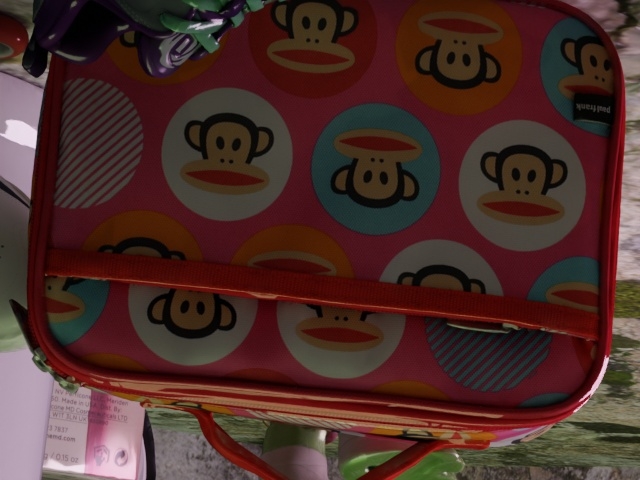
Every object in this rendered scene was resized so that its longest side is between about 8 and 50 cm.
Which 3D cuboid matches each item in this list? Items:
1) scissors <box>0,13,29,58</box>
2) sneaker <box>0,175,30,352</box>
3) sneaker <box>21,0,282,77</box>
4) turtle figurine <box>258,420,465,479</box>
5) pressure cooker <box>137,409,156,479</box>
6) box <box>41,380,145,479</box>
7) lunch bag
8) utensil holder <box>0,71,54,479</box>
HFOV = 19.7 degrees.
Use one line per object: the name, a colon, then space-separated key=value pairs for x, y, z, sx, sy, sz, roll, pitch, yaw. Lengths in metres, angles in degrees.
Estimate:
scissors: x=-0.294 y=-0.135 z=1.003 sx=0.297 sy=0.021 sz=0.109 roll=13 pitch=168 yaw=-39
sneaker: x=-0.230 y=-0.046 z=0.967 sx=0.094 sy=0.235 sz=0.153 roll=-36 pitch=153 yaw=-3
sneaker: x=-0.029 y=-0.115 z=0.776 sx=0.224 sy=0.098 sz=0.083 roll=-2 pitch=167 yaw=33
turtle figurine: x=0.037 y=0.038 z=1.089 sx=0.198 sy=0.266 sz=0.274 roll=-16 pitch=149 yaw=18
pressure cooker: x=-0.355 y=0.215 z=1.683 sx=0.370 sy=0.375 sz=0.420 roll=-27 pitch=-149 yaw=-34
box: x=-0.222 y=0.072 z=1.452 sx=0.127 sy=0.232 sz=0.149 roll=15 pitch=165 yaw=-41
lunch bag: x=0.000 y=0.000 z=0.925 sx=0.293 sy=0.258 sz=0.120 roll=6 pitch=169 yaw=-2
utensil holder: x=-0.337 y=0.091 z=1.225 sx=0.328 sy=0.385 sz=0.327 roll=6 pitch=169 yaw=1
